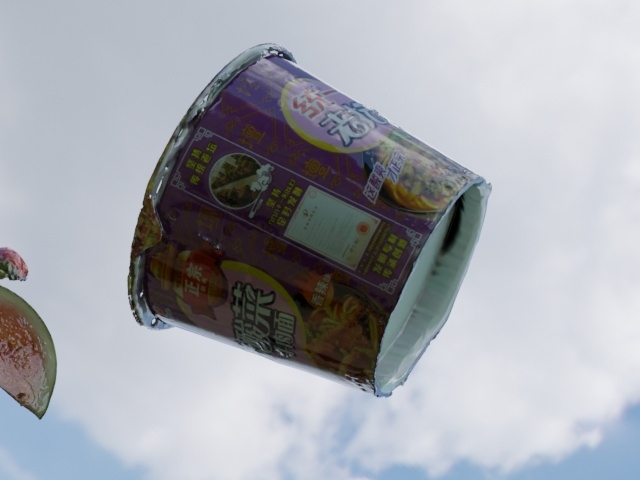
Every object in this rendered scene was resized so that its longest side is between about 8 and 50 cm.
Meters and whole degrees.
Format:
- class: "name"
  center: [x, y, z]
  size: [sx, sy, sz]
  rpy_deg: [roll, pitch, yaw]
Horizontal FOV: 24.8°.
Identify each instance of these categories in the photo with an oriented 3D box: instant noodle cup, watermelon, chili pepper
- class: "instant noodle cup"
  center: [0.000, 0.000, 1.493]
  size: [0.266, 0.340, 0.339]
  rpy_deg: [26, -41, 18]
- class: "watermelon"
  center: [-0.310, 0.089, 1.437]
  size: [0.163, 0.069, 0.087]
  rpy_deg: [49, 3, -17]
- class: "chili pepper"
  center: [-0.254, 0.020, 1.152]
  size: [0.178, 0.045, 0.027]
  rpy_deg: [169, -83, -79]
